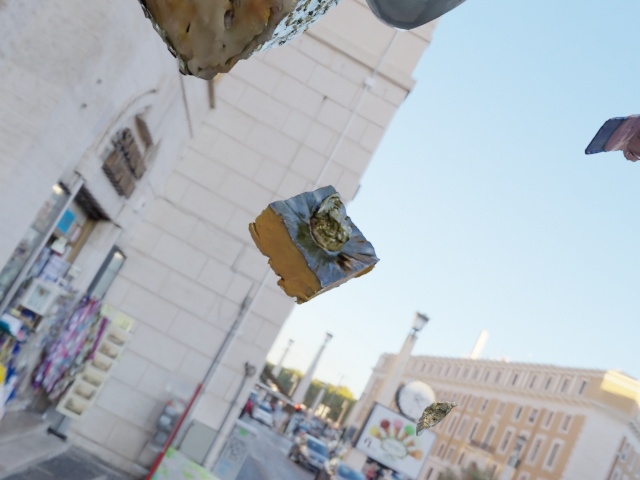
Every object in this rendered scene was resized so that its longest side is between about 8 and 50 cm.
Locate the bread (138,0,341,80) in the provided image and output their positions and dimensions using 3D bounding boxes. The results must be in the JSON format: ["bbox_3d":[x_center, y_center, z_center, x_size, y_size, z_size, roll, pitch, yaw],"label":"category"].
[{"bbox_3d":[-0.040,-0.315,0.585,0.279,0.315,0.248,45,28,2],"label":"bread"}]

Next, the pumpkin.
[{"bbox_3d":[0.000,0.000,0.528,0.074,0.054,0.083,54,36,11],"label":"pumpkin"}]

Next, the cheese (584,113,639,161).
[{"bbox_3d":[0.621,-0.209,1.369,0.189,0.286,0.074,107,-35,-49],"label":"cheese"}]

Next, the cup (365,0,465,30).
[{"bbox_3d":[0.119,-0.500,1.130,0.205,0.205,0.312,6,-48,59],"label":"cup"}]

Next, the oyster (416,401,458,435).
[{"bbox_3d":[0.210,0.327,1.369,0.083,0.080,0.038,-8,60,-54],"label":"oyster"}]
